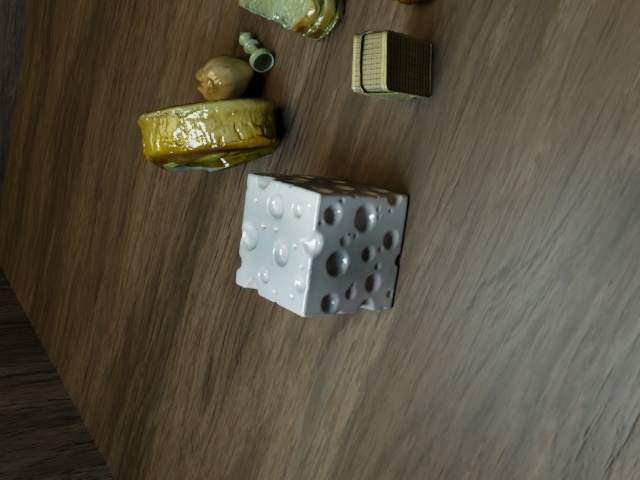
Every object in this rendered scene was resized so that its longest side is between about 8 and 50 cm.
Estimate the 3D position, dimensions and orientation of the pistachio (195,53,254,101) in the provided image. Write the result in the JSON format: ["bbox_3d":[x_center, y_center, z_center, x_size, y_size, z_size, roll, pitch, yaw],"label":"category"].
[{"bbox_3d":[-0.232,-0.399,1.898,0.200,0.145,0.117,-79,-15,-70],"label":"pistachio"}]

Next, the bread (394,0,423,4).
[{"bbox_3d":[0.173,-0.544,1.465,0.193,0.064,0.193,-1,89,48],"label":"bread"}]

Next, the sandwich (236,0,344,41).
[{"bbox_3d":[-0.075,-0.542,1.738,0.288,0.099,0.254,-29,69,47],"label":"sandwich"}]

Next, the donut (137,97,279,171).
[{"bbox_3d":[-0.259,-0.244,1.815,0.330,0.330,0.160,-1,98,51],"label":"donut"}]

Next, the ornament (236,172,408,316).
[{"bbox_3d":[0.000,0.000,1.558,0.239,0.239,0.239,20,106,48],"label":"ornament"}]

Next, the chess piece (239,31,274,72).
[{"bbox_3d":[-0.166,-0.477,1.893,0.059,0.059,0.149,-61,42,32],"label":"chess piece"}]

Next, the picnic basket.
[{"bbox_3d":[0.137,-0.326,1.441,0.079,0.164,0.115,2,94,42],"label":"picnic basket"}]
